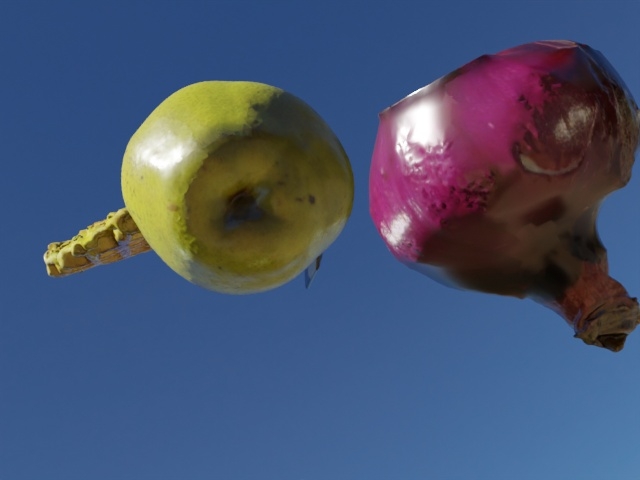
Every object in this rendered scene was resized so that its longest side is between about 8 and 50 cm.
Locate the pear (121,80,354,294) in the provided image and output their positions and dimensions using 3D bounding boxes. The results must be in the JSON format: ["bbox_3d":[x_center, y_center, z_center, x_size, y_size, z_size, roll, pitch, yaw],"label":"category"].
[{"bbox_3d":[-0.070,-0.049,0.815,0.198,0.198,0.198,-22,-34,-16],"label":"pear"}]

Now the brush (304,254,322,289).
[{"bbox_3d":[0.000,0.000,1.007,0.016,0.063,0.193,2,-17,-6],"label":"brush"}]

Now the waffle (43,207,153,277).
[{"bbox_3d":[-0.207,-0.021,1.180,0.245,0.052,0.254,-25,-2,29],"label":"waffle"}]

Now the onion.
[{"bbox_3d":[0.267,-0.033,1.275,0.398,0.420,0.398,-20,-11,-4],"label":"onion"}]
